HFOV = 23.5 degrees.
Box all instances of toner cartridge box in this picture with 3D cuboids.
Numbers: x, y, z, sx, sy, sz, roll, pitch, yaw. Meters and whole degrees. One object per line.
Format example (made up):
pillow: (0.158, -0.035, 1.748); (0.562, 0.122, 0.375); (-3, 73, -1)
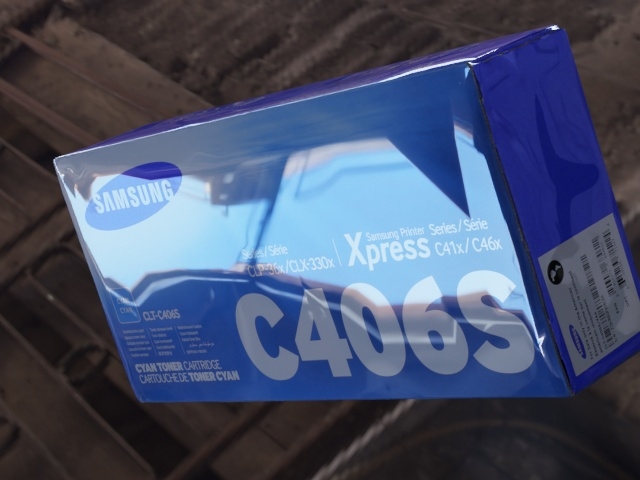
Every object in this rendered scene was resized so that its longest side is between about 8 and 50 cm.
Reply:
toner cartridge box: (0.000, 0.000, 0.837); (0.075, 0.348, 0.165); (-25, -79, -41)
